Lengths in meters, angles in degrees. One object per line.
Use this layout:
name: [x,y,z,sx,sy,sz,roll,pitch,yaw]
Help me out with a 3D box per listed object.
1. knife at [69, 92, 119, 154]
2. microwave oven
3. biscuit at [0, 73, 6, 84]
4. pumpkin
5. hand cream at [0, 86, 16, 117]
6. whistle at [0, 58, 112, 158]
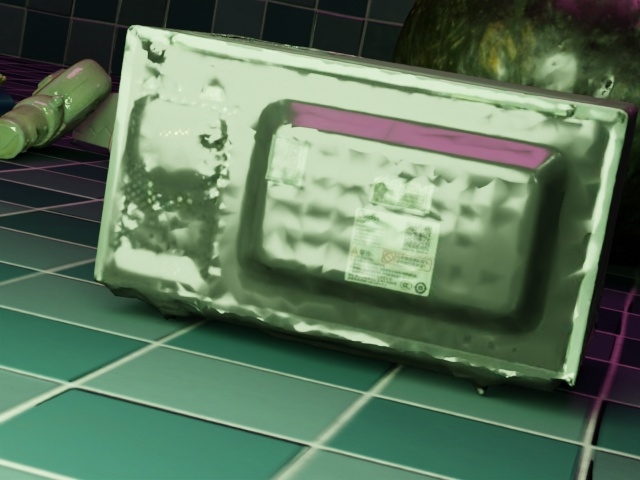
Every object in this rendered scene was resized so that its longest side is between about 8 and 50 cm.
knife: [-0.243,-0.132,1.674,0.043,0.081,0.336,12,6,-29]
microwave oven: [0.036,-0.023,0.908,0.295,0.181,0.237,12,10,12]
biscuit: [-0.465,-0.184,1.688,0.144,0.016,0.203,-20,-7,8]
pumpkin: [0.292,-0.151,1.561,0.454,0.344,0.454,3,-10,1]
hand cream: [-0.464,-0.141,1.596,0.120,0.061,0.270,18,18,29]
whistle: [-0.313,-0.148,1.632,0.067,0.126,0.258,48,21,-7]
